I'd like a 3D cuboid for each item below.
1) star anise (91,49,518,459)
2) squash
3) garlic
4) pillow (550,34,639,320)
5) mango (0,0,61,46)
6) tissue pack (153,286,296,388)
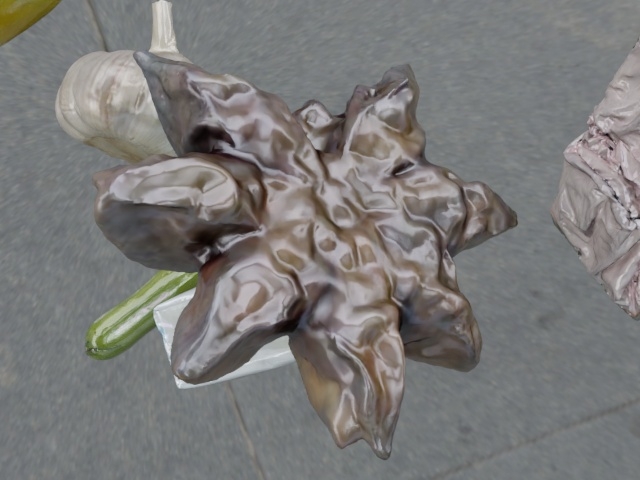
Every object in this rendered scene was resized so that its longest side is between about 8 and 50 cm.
[{"bbox_3d":[-0.003,-0.018,0.866,0.315,0.108,0.315,10,66,-22],"label":"star anise"},{"bbox_3d":[-0.183,0.067,1.438,0.183,0.052,0.052,-39,99,4],"label":"squash"},{"bbox_3d":[-0.221,-0.206,1.720,0.219,0.218,0.212,19,78,-9],"label":"garlic"},{"bbox_3d":[0.245,-0.063,0.995,0.049,0.135,0.248,-5,138,-29],"label":"pillow"},{"bbox_3d":[-0.368,-0.302,1.474,0.251,0.114,0.156,-33,97,-19],"label":"mango"},{"bbox_3d":[-0.051,0.059,1.370,0.159,0.229,0.145,-18,85,21],"label":"tissue pack"}]
